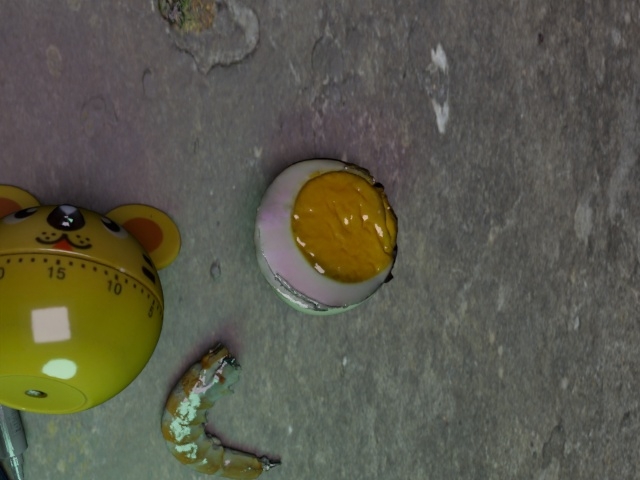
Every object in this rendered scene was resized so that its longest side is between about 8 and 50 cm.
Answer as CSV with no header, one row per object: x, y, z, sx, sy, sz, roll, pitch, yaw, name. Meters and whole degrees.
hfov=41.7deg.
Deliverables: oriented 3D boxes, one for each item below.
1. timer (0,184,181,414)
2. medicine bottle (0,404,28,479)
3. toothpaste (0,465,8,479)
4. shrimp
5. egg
-0.423,0.072,1.361,0.376,0.376,0.386,10,55,-15,timer
-0.559,0.345,1.500,0.058,0.057,0.199,-12,104,-11,medicine bottle
-0.568,0.492,1.499,0.066,0.076,0.320,-24,111,-11,toothpaste
-0.201,0.351,1.579,0.185,0.068,0.286,-23,106,-6,shrimp
-0.005,0.000,1.515,0.265,0.174,0.286,10,73,-15,egg
